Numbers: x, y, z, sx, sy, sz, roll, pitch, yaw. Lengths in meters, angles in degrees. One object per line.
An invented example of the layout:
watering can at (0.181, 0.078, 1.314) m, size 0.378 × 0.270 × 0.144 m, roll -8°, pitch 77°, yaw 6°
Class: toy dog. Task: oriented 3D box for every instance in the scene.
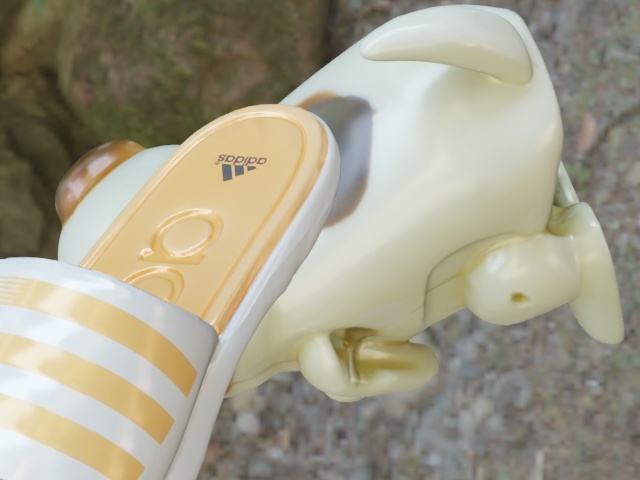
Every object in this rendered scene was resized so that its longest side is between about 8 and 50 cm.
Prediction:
toy dog at (0.000, 0.000, 1.329) m, size 0.395 × 0.407 × 0.285 m, roll 53°, pitch -164°, yaw -74°

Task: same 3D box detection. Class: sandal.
sandal at (-0.078, 0.024, 0.562) m, size 0.102 × 0.076 × 0.265 m, roll 2°, pitch 44°, yaw 29°
